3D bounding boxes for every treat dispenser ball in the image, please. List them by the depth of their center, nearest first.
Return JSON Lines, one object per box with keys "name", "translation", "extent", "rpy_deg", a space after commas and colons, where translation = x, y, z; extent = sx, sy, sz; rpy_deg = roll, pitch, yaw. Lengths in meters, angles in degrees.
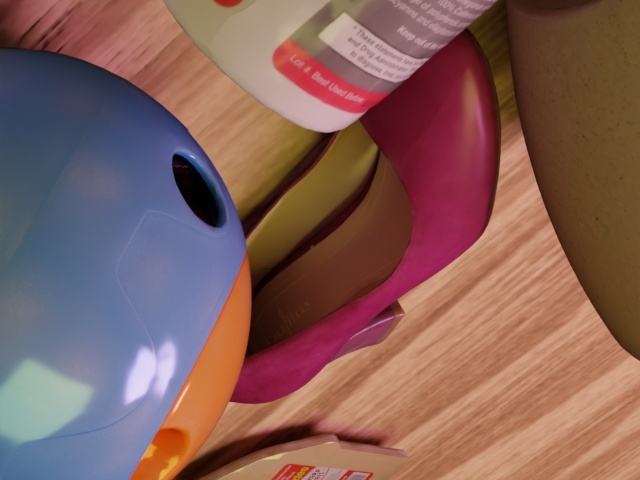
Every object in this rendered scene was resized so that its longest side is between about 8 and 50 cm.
{"name": "treat dispenser ball", "translation": [-0.183, 0.033, 0.996], "extent": [0.288, 0.288, 0.288], "rpy_deg": [-15, 143, -12]}

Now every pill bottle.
{"name": "pill bottle", "translation": [0.066, -0.218, 0.911], "extent": [0.318, 0.176, 0.176], "rpy_deg": [-39, 141, 21]}

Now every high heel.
{"name": "high heel", "translation": [0.000, 0.000, 1.185], "extent": [0.181, 0.127, 0.377], "rpy_deg": [-18, 149, -26]}

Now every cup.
{"name": "cup", "translation": [0.251, -0.116, 1.071], "extent": [0.331, 0.331, 0.237], "rpy_deg": [-35, 117, 15]}

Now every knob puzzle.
{"name": "knob puzzle", "translation": [-0.046, 0.225, 1.538], "extent": [0.213, 0.030, 0.213], "rpy_deg": [-15, 144, -11]}
